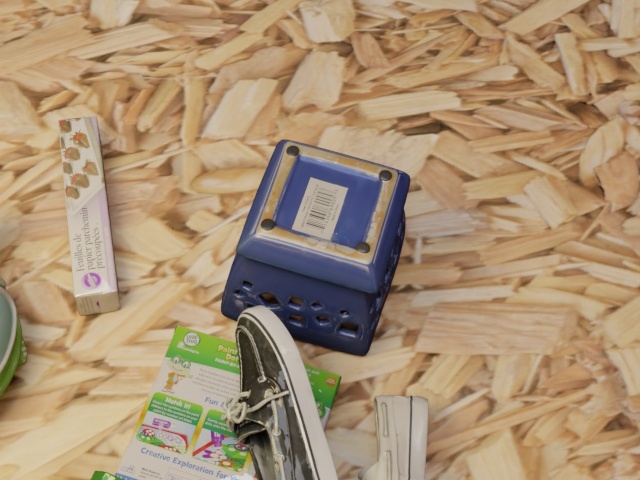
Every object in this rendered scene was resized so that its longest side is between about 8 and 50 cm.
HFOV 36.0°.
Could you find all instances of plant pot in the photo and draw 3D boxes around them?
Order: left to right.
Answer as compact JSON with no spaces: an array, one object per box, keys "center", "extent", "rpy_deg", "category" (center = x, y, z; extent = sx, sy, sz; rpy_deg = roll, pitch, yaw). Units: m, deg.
[{"center":[0.000,0.000,1.424],"extent":[0.236,0.212,0.236],"rpy_deg":[17,59,4],"category":"plant pot"}]

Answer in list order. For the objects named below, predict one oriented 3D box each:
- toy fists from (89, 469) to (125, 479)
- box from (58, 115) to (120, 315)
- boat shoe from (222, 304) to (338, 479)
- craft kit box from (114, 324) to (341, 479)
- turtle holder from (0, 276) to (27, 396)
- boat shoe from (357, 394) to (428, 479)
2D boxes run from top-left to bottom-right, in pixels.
[{"center":[-0.207,0.411,1.225],"extent":[0.279,0.096,0.142],"rpy_deg":[28,55,1],"category":"toy fists"},{"center":[-0.355,-0.044,1.504],"extent":[0.063,0.067,0.324],"rpy_deg":[-8,60,-9],"category":"box"},{"center":[-0.071,0.229,1.279],"extent":[0.105,0.113,0.306],"rpy_deg":[-8,68,-27],"category":"boat shoe"},{"center":[-0.124,0.264,1.348],"extent":[0.249,0.061,0.247],"rpy_deg":[17,62,5],"category":"craft kit box"},{"center":[-0.505,0.098,1.307],"extent":[0.243,0.227,0.320],"rpy_deg":[34,57,18],"category":"turtle holder"},{"center":[0.092,0.324,1.308],"extent":[0.088,0.096,0.268],"rpy_deg":[7,58,4],"category":"boat shoe"}]
